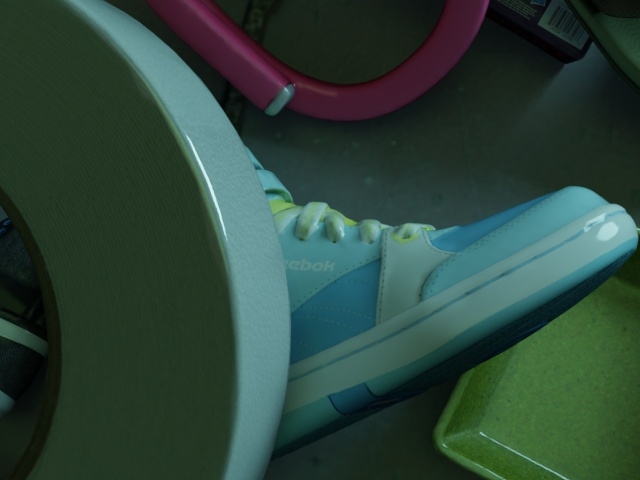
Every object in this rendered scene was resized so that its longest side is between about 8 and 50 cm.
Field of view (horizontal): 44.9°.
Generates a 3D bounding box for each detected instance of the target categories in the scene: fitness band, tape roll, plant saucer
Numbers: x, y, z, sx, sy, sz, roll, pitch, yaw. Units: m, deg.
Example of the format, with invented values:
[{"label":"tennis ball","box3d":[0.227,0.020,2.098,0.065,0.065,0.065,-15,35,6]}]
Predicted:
[{"label":"fitness band","box3d":[-0.020,-0.210,0.516,0.291,0.054,0.209,43,112,-8]},{"label":"tape roll","box3d":[-0.207,0.046,0.414,0.391,0.072,0.392,1,94,16]},{"label":"plant saucer","box3d":[0.191,0.092,0.491,0.188,0.045,0.188,27,76,11]}]

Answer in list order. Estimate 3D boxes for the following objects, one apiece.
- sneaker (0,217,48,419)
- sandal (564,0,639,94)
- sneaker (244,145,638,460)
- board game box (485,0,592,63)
[{"label":"sneaker","box3d":[-0.261,0.017,0.533,0.216,0.079,0.121,32,68,11]},{"label":"sandal","box3d":[0.210,-0.180,0.484,0.302,0.086,0.120,41,90,0]},{"label":"sneaker","box3d":[0.000,0.000,0.462,0.318,0.127,0.208,-27,71,11]},{"label":"board game box","box3d":[0.086,-0.302,0.543,0.346,0.056,0.208,31,101,-2]}]
